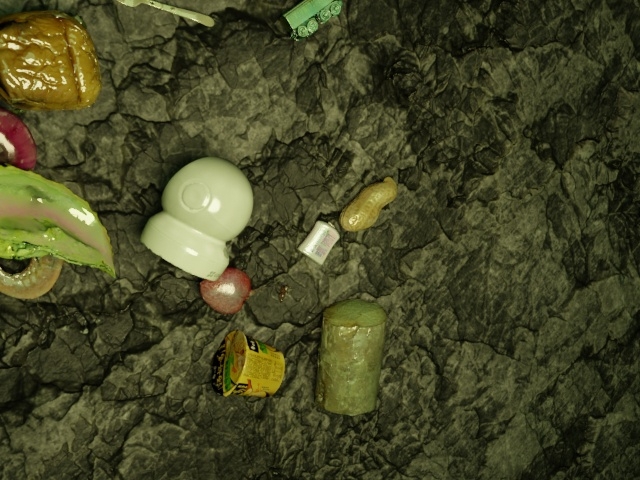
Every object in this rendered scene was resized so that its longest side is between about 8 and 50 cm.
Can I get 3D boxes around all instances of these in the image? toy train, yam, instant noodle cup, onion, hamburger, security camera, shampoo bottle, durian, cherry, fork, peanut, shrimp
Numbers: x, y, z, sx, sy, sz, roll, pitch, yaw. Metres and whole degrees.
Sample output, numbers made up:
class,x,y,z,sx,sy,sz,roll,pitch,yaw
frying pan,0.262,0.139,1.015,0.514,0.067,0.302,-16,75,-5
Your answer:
class,x,y,z,sx,sy,sz,roll,pitch,yaw
toy train,-0.019,-0.506,1.235,0.148,0.038,0.071,-39,107,-9
yam,0.071,0.288,1.345,0.161,0.161,0.268,3,100,-21
instant noodle cup,-0.163,0.291,1.272,0.122,0.151,0.151,21,92,-34
onion,-0.619,-0.164,1.018,0.177,0.153,0.177,-37,151,-25
hamburger,-0.524,-0.333,1.035,0.206,0.130,0.183,-12,106,-20
security camera,-0.238,-0.058,1.148,0.194,0.194,0.236,29,93,-22
shampoo bottle,0.000,0.000,1.327,0.072,0.043,0.099,35,86,-22
durian,-0.521,-0.031,0.985,0.157,0.169,0.355,-60,151,7
cherry,-0.174,0.124,1.266,0.225,0.090,0.107,19,81,-31
fork,-0.325,-0.482,1.139,0.219,0.028,0.034,8,89,-25
peanut,0.119,-0.084,1.340,0.174,0.080,0.080,-43,110,-11
shrimp,-0.584,0.010,1.115,0.152,0.046,0.219,31,89,-25
